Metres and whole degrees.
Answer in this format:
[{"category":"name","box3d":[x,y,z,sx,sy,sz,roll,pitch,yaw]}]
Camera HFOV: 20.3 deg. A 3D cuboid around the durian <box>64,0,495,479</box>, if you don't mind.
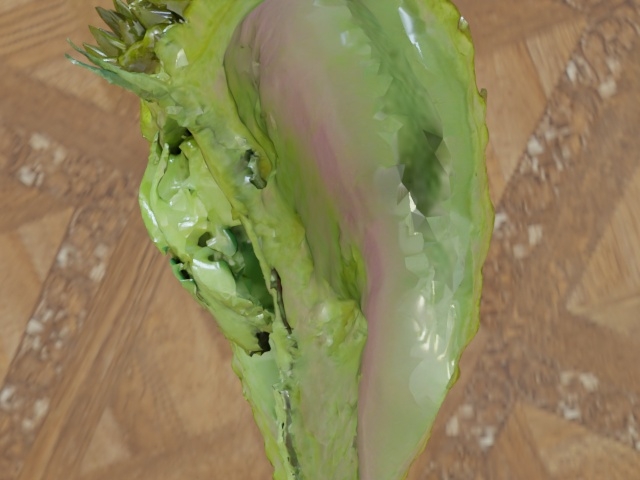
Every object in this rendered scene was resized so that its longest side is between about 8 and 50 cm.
[{"category":"durian","box3d":[-0.001,-0.009,0.778,0.157,0.169,0.355,-9,134,9]}]
